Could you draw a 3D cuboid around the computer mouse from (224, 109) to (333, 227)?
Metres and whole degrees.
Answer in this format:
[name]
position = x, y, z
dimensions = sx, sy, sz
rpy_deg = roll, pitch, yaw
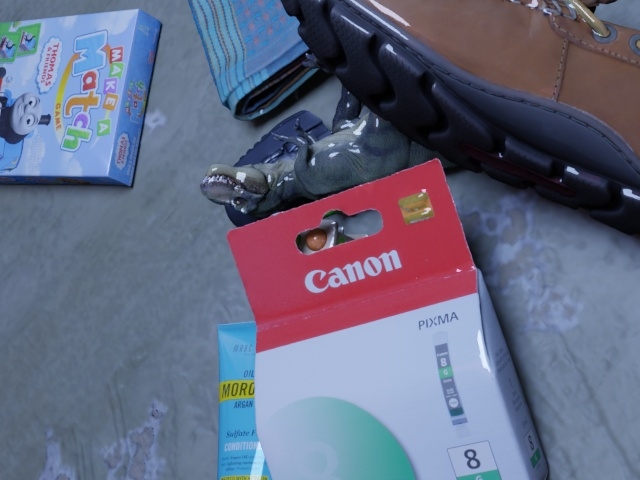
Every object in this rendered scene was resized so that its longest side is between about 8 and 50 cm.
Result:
[computer mouse]
position = 0.010, -0.096, 0.779
dimensions = 0.242, 0.041, 0.071
rpy_deg = -44, 60, 13

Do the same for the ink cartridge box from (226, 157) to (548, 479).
[ink cartridge box]
position = 0.032, 0.079, 0.671
dimensions = 0.181, 0.056, 0.224
rpy_deg = -18, 94, 26

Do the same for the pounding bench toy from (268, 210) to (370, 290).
[pounding bench toy]
position = 0.000, 0.000, 0.746
dimensions = 0.052, 0.065, 0.083
rpy_deg = 0, 78, 30

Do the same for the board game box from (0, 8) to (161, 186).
[board game box]
position = -0.257, -0.133, 0.944
dimensions = 0.211, 0.039, 0.160
rpy_deg = 2, 79, 30

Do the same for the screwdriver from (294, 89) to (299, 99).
[screwdriver]
position = -0.037, -0.198, 0.844
dimensions = 0.025, 0.024, 0.170
rpy_deg = -5, 76, -1

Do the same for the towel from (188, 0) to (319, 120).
[towel]
position = -0.037, -0.317, 0.820
dimensions = 0.271, 0.040, 0.370
rpy_deg = -35, 64, 29

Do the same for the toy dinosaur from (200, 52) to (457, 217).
[toy dinosaur]
position = 0.043, -0.088, 0.727
dimensions = 0.268, 0.064, 0.118
rpy_deg = -8, 87, 12

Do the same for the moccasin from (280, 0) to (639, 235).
[moccasin]
position = 0.146, -0.113, 0.611
dimensions = 0.380, 0.139, 0.147
rpy_deg = 26, 78, 16

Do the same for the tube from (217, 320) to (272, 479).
[tube]
position = -0.049, 0.160, 0.750
dimensions = 0.080, 0.052, 0.207
rpy_deg = -6, 68, 19
